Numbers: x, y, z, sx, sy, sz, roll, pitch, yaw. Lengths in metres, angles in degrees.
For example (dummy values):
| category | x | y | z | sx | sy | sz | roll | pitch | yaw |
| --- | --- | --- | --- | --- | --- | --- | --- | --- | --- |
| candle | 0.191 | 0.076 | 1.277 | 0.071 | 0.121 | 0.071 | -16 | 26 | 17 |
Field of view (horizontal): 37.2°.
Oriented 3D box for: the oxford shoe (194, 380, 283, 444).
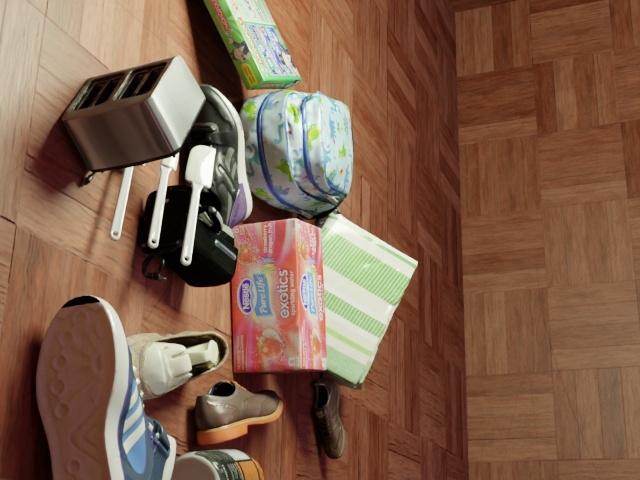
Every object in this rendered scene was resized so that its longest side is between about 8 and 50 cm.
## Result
| category | x | y | z | sx | sy | sz | roll | pitch | yaw |
| --- | --- | --- | --- | --- | --- | --- | --- | --- | --- |
| oxford shoe | -0.148 | 0.304 | 1.784 | 0.271 | 0.097 | 0.098 | -8 | 85 | -69 |

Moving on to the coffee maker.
| category | x | y | z | sx | sy | sz | roll | pitch | yaw |
| --- | --- | --- | --- | --- | --- | --- | --- | --- | --- |
| coffee maker | -0.233 | 0.016 | 1.646 | 0.171 | 0.120 | 0.178 | -63 | 147 | -14 |

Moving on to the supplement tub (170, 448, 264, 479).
| category | x | y | z | sx | sy | sz | roll | pitch | yaw |
| --- | --- | --- | --- | --- | --- | --- | --- | --- | --- |
| supplement tub | -0.177 | 0.419 | 1.635 | 0.190 | 0.117 | 0.117 | 26 | 60 | -66 |

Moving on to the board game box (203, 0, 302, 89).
| category | x | y | z | sx | sy | sz | roll | pitch | yaw |
| --- | --- | --- | --- | --- | --- | --- | --- | --- | --- |
| board game box | -0.158 | -0.455 | 1.917 | 0.317 | 0.046 | 0.213 | 65 | 22 | 0 |

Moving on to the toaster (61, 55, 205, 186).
| category | x | y | z | sx | sy | sz | roll | pitch | yaw |
| --- | --- | --- | --- | --- | --- | --- | --- | --- | --- |
| toaster | -0.288 | -0.190 | 1.461 | 0.186 | 0.168 | 0.110 | -74 | 147 | -48 |

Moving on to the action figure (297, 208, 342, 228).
| category | x | y | z | sx | sy | sz | roll | pitch | yaw |
| --- | --- | --- | --- | --- | --- | --- | --- | --- | --- |
| action figure | 0.000 | 0.000 | 2.269 | 0.185 | 0.099 | 0.285 | 62 | 25 | -29 |

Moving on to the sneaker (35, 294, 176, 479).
| category | x | y | z | sx | sy | sz | roll | pitch | yaw |
| --- | --- | --- | --- | --- | --- | --- | --- | --- | --- |
| sneaker | -0.298 | 0.253 | 1.383 | 0.236 | 0.130 | 0.323 | 40 | 43 | -73 |

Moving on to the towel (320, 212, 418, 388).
| category | x | y | z | sx | sy | sz | roll | pitch | yaw |
| --- | --- | --- | --- | --- | --- | --- | --- | --- | --- |
| towel | 0.049 | 0.126 | 2.083 | 0.325 | 0.248 | 0.038 | -62 | -170 | -20 |

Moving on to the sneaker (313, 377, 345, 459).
| category | x | y | z | sx | sy | sz | roll | pitch | yaw |
| --- | --- | --- | --- | --- | --- | --- | --- | --- | --- |
| sneaker | 0.010 | 0.417 | 2.229 | 0.071 | 0.066 | 0.188 | 17 | 62 | -50 |

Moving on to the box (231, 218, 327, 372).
| category | x | y | z | sx | sy | sz | roll | pitch | yaw |
| --- | --- | --- | --- | --- | --- | --- | --- | --- | --- |
| box | -0.085 | 0.117 | 1.921 | 0.142 | 0.154 | 0.300 | 21 | 66 | -67 |

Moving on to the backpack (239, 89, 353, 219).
| category | x | y | z | sx | sy | sz | roll | pitch | yaw |
| --- | --- | --- | --- | --- | --- | --- | --- | --- | --- |
| backpack | -0.048 | -0.198 | 2.029 | 0.355 | 0.273 | 0.290 | 9 | 82 | -56 |

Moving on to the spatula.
| category | x | y | z | sx | sy | sz | roll | pitch | yaw |
| --- | --- | --- | --- | --- | --- | --- | --- | --- | --- |
| spatula | -0.263 | -0.080 | 1.545 | 0.168 | 0.019 | 0.242 | 20 | 54 | -23 |

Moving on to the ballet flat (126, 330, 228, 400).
| category | x | y | z | sx | sy | sz | roll | pitch | yaw |
| --- | --- | --- | --- | --- | --- | --- | --- | --- | --- |
| ballet flat | -0.242 | 0.194 | 1.544 | 0.316 | 0.106 | 0.107 | -18 | 100 | -69 |

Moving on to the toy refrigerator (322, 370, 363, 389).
| category | x | y | z | sx | sy | sz | roll | pitch | yaw |
| --- | --- | --- | --- | --- | --- | --- | --- | --- | --- |
| toy refrigerator | 0.076 | 0.219 | 2.245 | 0.094 | 0.102 | 0.269 | -68 | 169 | -52 |

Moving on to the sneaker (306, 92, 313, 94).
| category | x | y | z | sx | sy | sz | roll | pitch | yaw |
| --- | --- | --- | --- | --- | --- | --- | --- | --- | --- |
| sneaker | 0.005 | -0.250 | 2.364 | 0.118 | 0.083 | 0.222 | 9 | 74 | -69 |

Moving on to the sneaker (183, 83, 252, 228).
| category | x | y | z | sx | sy | sz | roll | pitch | yaw |
| --- | --- | --- | --- | --- | --- | --- | --- | --- | --- |
| sneaker | -0.204 | -0.145 | 1.762 | 0.124 | 0.107 | 0.283 | -46 | 127 | -56 |
